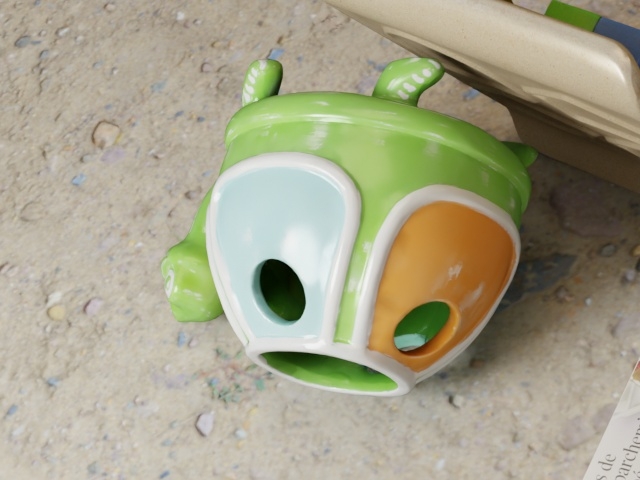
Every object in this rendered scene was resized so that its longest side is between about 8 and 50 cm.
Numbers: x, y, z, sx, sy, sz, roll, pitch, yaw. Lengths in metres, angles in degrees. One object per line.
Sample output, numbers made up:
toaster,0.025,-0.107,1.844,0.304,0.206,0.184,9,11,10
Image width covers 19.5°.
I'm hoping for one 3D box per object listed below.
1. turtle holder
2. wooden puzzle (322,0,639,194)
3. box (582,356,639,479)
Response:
turtle holder,0.001,-0.006,1.479,0.320,0.243,0.227,8,73,18
wooden puzzle,0.198,-0.122,1.412,0.322,0.348,0.080,26,88,41
box,0.257,0.134,1.373,0.063,0.067,0.324,13,56,30
